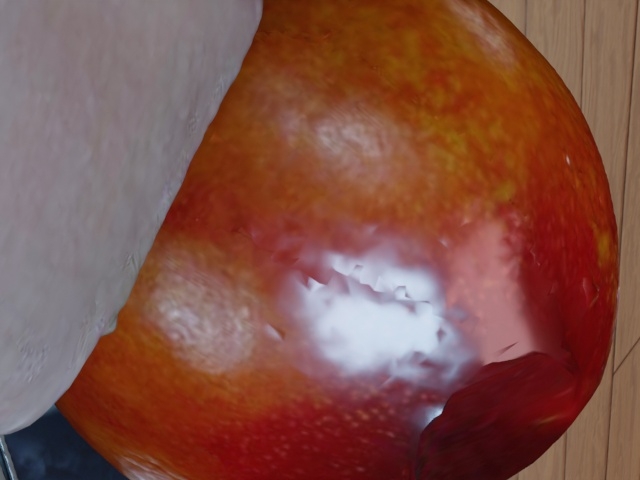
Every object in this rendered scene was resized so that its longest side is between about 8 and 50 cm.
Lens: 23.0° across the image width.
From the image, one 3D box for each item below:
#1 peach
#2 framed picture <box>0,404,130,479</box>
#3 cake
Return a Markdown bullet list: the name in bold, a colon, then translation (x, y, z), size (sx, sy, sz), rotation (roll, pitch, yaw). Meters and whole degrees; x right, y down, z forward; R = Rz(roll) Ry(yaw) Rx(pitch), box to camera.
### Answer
- **peach**: translation (0.000, 0.000, 0.964), size (0.388, 0.388, 0.388), rotation (-39, 139, -44)
- **framed picture**: translation (-0.080, 0.177, 1.180), size (0.446, 0.028, 0.326), rotation (-29, 106, -52)
- **cake**: translation (-0.196, -0.093, 0.731), size (0.309, 0.237, 0.230), rotation (-65, 154, -15)
